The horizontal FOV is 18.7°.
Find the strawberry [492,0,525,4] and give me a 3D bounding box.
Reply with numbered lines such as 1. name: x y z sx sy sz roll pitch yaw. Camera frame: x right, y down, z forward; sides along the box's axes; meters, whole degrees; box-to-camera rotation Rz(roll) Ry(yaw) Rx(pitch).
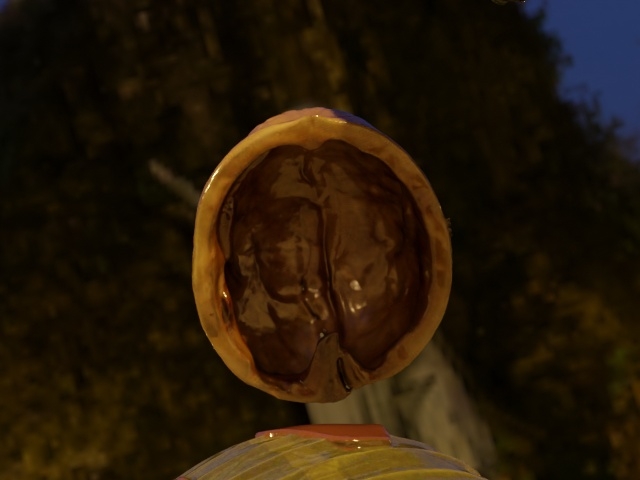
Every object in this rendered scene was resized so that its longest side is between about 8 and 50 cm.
1. strawberry: 0.108 -0.226 1.223 0.131 0.148 0.131 14 19 -5

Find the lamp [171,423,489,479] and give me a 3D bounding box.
1. lamp: 0.013 0.222 0.859 0.250 0.284 0.250 -22 -42 -22

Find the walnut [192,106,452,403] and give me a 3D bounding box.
1. walnut: 0.000 -0.003 1.266 0.167 0.211 0.087 -2 28 -1
